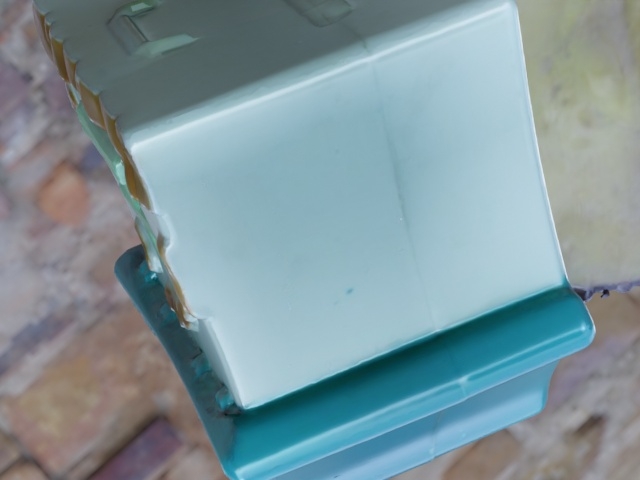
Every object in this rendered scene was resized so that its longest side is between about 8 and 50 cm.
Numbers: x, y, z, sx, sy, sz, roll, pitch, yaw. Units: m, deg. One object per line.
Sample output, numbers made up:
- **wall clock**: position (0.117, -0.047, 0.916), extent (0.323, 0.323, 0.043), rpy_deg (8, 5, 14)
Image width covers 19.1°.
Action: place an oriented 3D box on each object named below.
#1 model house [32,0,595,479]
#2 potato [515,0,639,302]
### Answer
- **model house**: position (0.000, 0.000, 0.498), extent (0.100, 0.127, 0.149), rpy_deg (-23, 117, -9)
- **potato**: position (0.048, -0.127, 0.775), extent (0.229, 0.229, 0.266), rpy_deg (-30, 124, -42)
